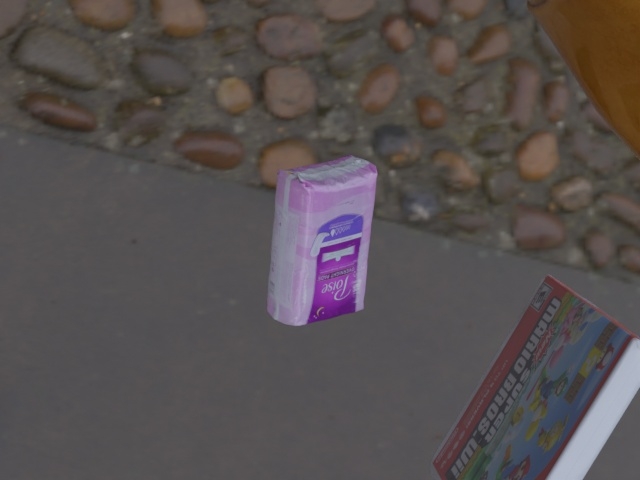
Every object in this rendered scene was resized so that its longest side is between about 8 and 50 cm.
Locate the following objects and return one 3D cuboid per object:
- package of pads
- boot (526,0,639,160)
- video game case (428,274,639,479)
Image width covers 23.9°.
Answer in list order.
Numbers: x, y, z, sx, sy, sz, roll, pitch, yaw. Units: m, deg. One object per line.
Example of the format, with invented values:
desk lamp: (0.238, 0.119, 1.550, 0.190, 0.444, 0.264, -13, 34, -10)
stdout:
package of pads: (0.000, 0.000, 0.772, 0.050, 0.032, 0.083, -13, 120, -35)
boot: (0.094, -0.117, 0.552, 0.295, 0.104, 0.211, 60, 23, 15)
video game case: (0.165, 0.139, 1.191, 0.025, 0.285, 0.204, 30, 95, -8)
